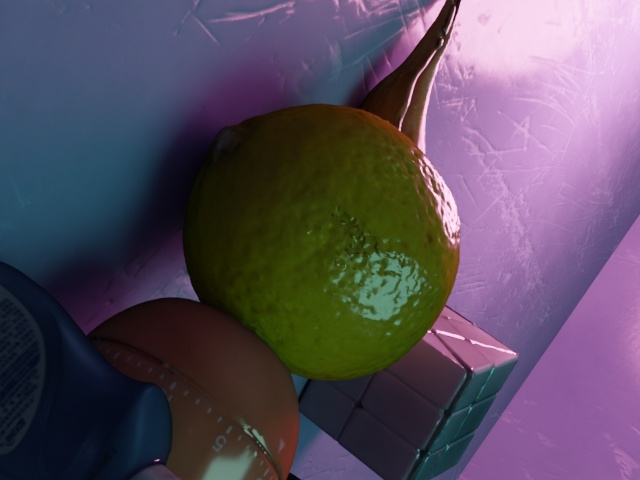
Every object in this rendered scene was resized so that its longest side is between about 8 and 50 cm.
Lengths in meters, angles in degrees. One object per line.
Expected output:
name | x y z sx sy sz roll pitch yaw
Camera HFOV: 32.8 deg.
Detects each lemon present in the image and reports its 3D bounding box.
lemon | 0.001 0.001 1.075 0.293 0.293 0.293 -43 154 -28

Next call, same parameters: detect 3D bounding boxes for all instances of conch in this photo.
conch | 0.090 -0.156 1.297 0.109 0.093 0.331 32 71 -50

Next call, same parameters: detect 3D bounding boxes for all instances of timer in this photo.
timer | -0.137 0.174 0.981 0.215 0.229 0.230 -54 158 -22

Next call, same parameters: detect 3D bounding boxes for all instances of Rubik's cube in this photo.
Rubik's cube | 0.137 0.222 1.687 0.231 0.221 0.225 -2 123 -62

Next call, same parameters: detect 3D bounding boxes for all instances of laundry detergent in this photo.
laundry detergent | -0.203 0.142 0.837 0.143 0.289 0.094 -45 154 -20

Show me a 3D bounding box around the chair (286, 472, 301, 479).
chair | -0.103 0.520 1.613 0.226 0.226 0.401 -42 154 -30
